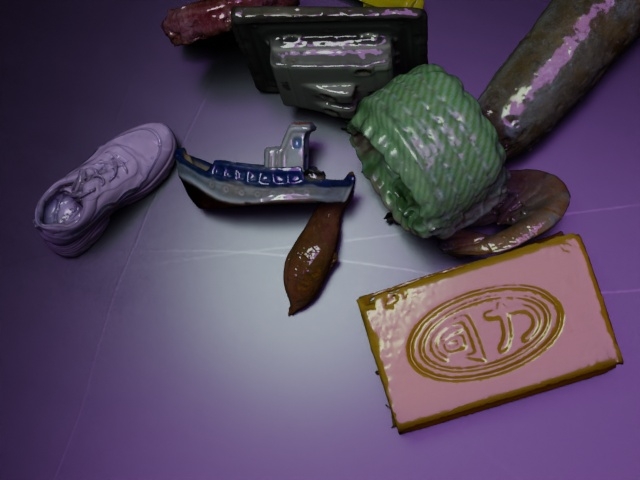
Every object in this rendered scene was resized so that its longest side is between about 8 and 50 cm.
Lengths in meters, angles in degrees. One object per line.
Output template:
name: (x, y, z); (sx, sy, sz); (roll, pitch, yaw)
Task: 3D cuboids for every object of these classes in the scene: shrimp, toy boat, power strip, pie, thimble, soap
shrimp: (0.219, -0.025, 1.687); (0.254, 0.059, 0.145); (-16, 44, 6)
toy boat: (-0.081, -0.105, 1.716); (0.262, 0.114, 0.115); (-3, 91, 14)
power strip: (0.018, -0.234, 1.659); (0.251, 0.257, 0.092); (6, 76, 8)
pie: (-0.127, -0.318, 1.717); (0.204, 0.219, 0.054); (-13, 101, 14)
thimble: (0.141, -0.113, 1.616); (0.150, 0.219, 0.219); (-33, 79, -7)
soap: (0.222, 0.124, 1.660); (0.324, 0.096, 0.204); (-18, 80, 2)

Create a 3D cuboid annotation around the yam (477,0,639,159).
yam: (0.326, -0.246, 1.705); (0.133, 0.133, 0.330); (42, 90, 11)

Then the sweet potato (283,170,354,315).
sweet potato: (-0.002, 0.000, 1.721); (0.068, 0.068, 0.226); (22, 83, 9)

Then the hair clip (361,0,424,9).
hair clip: (0.069, -0.363, 1.783); (0.173, 0.046, 0.072); (23, 86, 11)

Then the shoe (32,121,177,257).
shoe: (-0.307, -0.082, 1.728); (0.245, 0.137, 0.095); (-45, 84, -3)
